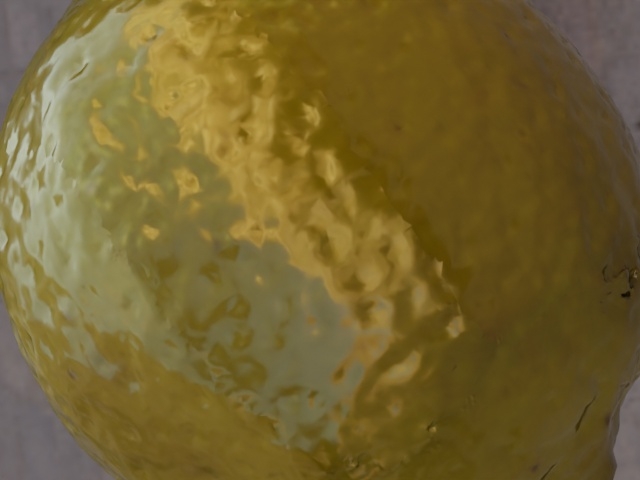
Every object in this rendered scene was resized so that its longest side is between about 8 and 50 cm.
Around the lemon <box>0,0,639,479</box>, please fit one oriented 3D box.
[{"bbox_3d":[0.001,0.001,0.866,0.336,0.336,0.336,171,90,-66],"label":"lemon"}]
